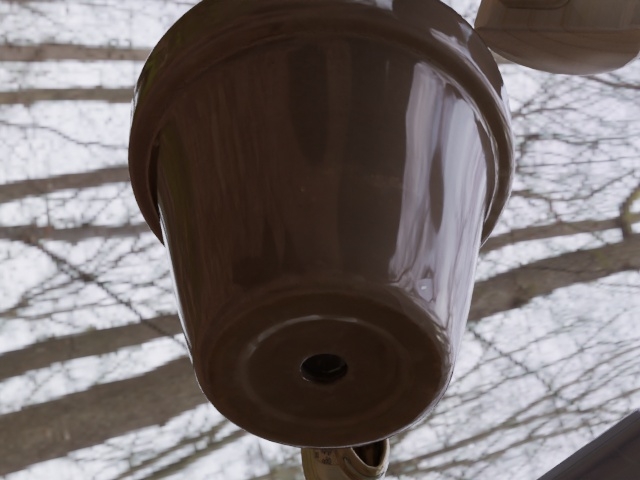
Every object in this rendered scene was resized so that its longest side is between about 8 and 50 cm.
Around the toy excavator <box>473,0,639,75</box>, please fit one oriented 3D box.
[{"bbox_3d":[0.172,-0.279,0.755,0.445,0.433,0.222,-8,-124,49],"label":"toy excavator"}]

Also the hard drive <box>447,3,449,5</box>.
[{"bbox_3d":[0.086,-0.208,1.259,0.135,0.094,0.022,29,-96,41],"label":"hard drive"}]

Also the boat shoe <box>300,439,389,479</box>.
[{"bbox_3d":[0.020,0.116,1.295,0.089,0.104,0.285,118,-36,-51],"label":"boat shoe"}]

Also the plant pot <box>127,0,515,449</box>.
[{"bbox_3d":[0.000,0.000,0.836,0.263,0.263,0.229,-48,-152,36],"label":"plant pot"}]

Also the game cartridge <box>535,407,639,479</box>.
[{"bbox_3d":[0.336,0.304,1.260,0.196,0.060,0.294,-39,-76,21],"label":"game cartridge"}]
